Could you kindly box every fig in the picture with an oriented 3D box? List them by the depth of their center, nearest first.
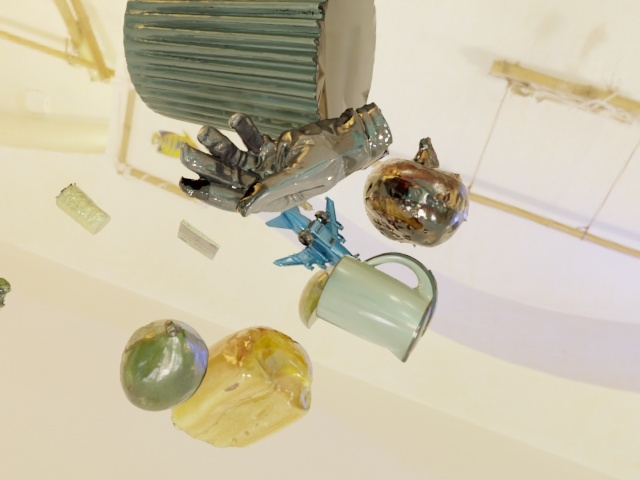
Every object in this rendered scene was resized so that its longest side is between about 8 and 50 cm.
[{"bbox_3d":[-0.324,0.252,1.189,0.195,0.245,0.195,17,-129,-22],"label":"fig"}]

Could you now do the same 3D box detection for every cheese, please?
[{"bbox_3d":[-0.794,-0.104,1.886,0.167,0.123,0.094,41,-117,-7],"label":"cheese"}]

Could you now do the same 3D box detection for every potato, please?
[{"bbox_3d":[0.013,0.152,1.905,0.112,0.269,0.255,41,166,13],"label":"potato"}]

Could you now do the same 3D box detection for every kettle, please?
[{"bbox_3d":[0.142,0.128,1.265,0.237,0.221,0.161,26,177,16],"label":"kettle"}]

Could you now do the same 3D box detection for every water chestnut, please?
[{"bbox_3d":[0.252,-0.124,1.447,0.300,0.300,0.300,14,-156,-7],"label":"water chestnut"}]

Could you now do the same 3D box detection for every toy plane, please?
[{"bbox_3d":[0.000,0.000,1.417,0.271,0.105,0.254,35,-123,2],"label":"toy plane"}]

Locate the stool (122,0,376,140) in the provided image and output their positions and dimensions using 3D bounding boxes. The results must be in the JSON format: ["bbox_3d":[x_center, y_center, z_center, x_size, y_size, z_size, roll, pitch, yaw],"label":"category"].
[{"bbox_3d":[-0.106,-0.306,0.905,0.330,0.297,0.297,10,-159,19],"label":"stool"}]

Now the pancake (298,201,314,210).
[{"bbox_3d":[-0.094,-0.169,1.705,0.057,0.266,0.244,-38,-110,-16],"label":"pancake"}]

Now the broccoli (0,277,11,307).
[{"bbox_3d":[-0.745,0.130,1.226,0.120,0.131,0.130,44,173,21],"label":"broccoli"}]

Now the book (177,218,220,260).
[{"bbox_3d":[-0.344,0.003,1.576,0.127,0.014,0.182,36,159,-6],"label":"book"}]

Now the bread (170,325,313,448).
[{"bbox_3d":[-0.219,0.429,1.712,0.361,0.394,0.250,38,-156,-36],"label":"bread"}]

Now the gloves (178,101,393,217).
[{"bbox_3d":[-0.035,-0.099,0.703,0.286,0.119,0.142,-11,-137,-18],"label":"gloves"}]
